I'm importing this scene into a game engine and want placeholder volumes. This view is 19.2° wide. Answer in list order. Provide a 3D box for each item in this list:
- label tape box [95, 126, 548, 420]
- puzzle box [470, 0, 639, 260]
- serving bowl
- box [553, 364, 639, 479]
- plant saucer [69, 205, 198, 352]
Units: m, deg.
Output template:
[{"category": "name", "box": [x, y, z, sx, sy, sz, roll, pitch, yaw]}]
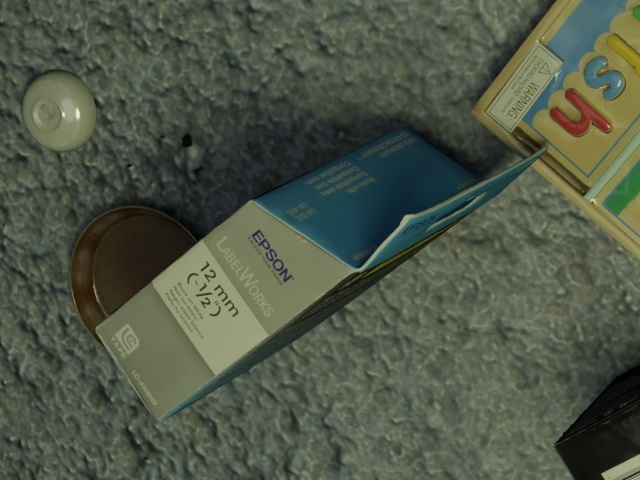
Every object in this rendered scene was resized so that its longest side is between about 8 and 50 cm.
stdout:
[{"category": "label tape box", "box": [0.000, 0.000, 1.655, 0.347, 0.249, 0.115, -40, 83, 37]}, {"category": "puzzle box", "box": [0.348, -0.173, 1.589, 0.272, 0.052, 0.409, 41, 116, 9]}, {"category": "serving bowl", "box": [-0.267, -0.128, 1.897, 0.083, 0.027, 0.083, 6, 105, 24]}, {"category": "box", "box": [0.306, 0.184, 1.612, 0.108, 0.207, 0.153, -32, 90, 27]}, {"category": "plant saucer", "box": [-0.174, 0.045, 1.898, 0.168, 0.029, 0.168, 6, 105, 23]}]
